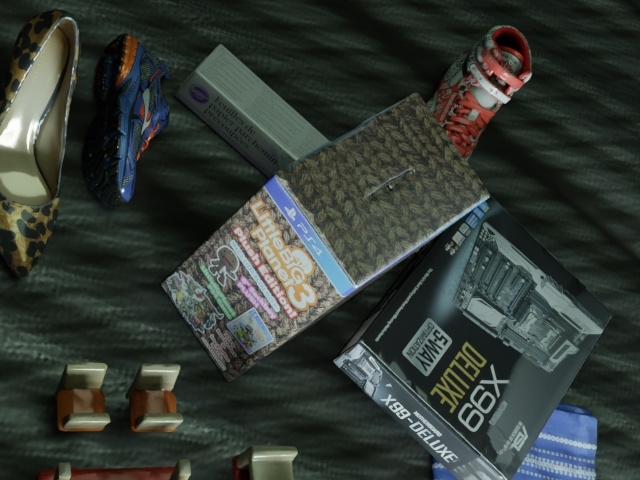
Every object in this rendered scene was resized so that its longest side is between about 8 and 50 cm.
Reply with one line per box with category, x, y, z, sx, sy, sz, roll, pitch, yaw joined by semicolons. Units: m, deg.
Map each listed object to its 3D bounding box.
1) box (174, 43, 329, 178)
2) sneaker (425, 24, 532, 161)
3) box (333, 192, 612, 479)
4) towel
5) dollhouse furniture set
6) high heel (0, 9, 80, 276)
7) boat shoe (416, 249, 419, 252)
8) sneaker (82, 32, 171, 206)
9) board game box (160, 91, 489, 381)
box;-0.032;-0.105;1.691;0.324;0.063;0.067;41;50;-8
sneaker;0.195;-0.177;1.820;0.090;0.145;0.270;37;52;-11
box;0.192;0.118;1.667;0.242;0.076;0.307;44;53;-3
towel;0.241;0.339;1.650;0.243;0.040;0.336;17;58;-23
dollhouse furniture set;-0.158;0.272;1.400;0.259;0.135;0.262;2;64;-19
high heel;-0.300;-0.108;1.443;0.093;0.186;0.261;8;62;-29
boat shoe;0.111;-0.036;1.755;0.153;0.048;0.056;39;52;-9
sneaker;-0.214;-0.137;1.585;0.087;0.083;0.221;22;59;-31
board game box;0.000;0.000;1.510;0.232;0.291;0.141;-32;85;-39
